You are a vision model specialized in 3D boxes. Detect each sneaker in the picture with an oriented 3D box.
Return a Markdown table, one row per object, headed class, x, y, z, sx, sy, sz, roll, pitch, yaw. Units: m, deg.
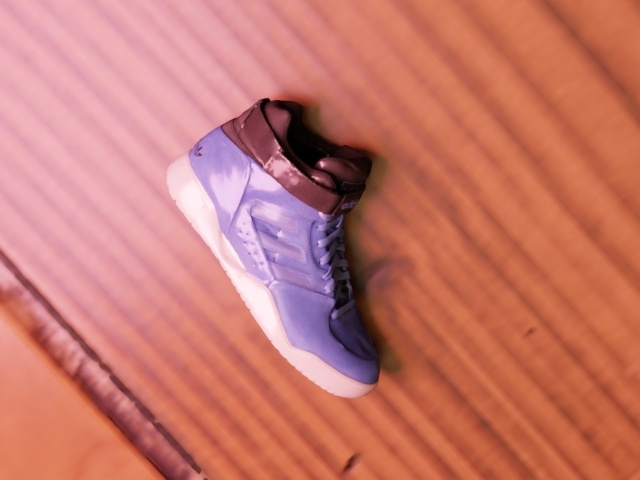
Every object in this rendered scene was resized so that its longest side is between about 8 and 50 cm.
| class | x | y | z | sx | sy | sz | roll | pitch | yaw |
| --- | --- | --- | --- | --- | --- | --- | --- | --- | --- |
| sneaker | 0.000 | 0.000 | 0.676 | 0.084 | 0.058 | 0.152 | -37 | 88 | 21 |
